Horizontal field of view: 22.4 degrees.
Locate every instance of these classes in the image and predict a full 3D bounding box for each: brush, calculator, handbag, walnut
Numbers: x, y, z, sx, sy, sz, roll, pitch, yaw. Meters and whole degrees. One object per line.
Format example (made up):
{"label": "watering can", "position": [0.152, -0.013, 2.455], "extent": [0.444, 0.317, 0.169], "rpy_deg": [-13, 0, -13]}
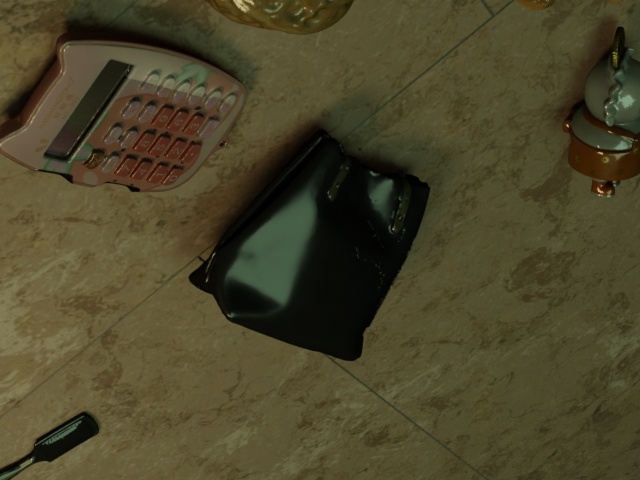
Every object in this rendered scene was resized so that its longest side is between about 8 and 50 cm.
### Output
{"label": "brush", "position": [-0.416, 0.319, 2.390], "extent": [0.193, 0.016, 0.063], "rpy_deg": [-30, 142, -4]}
{"label": "calculator", "position": [-0.234, -0.153, 1.981], "extent": [0.329, 0.048, 0.220], "rpy_deg": [14, 122, -47]}
{"label": "handbag", "position": [0.000, 0.000, 2.243], "extent": [0.288, 0.152, 0.342], "rpy_deg": [-55, 142, 9]}
{"label": "walnut", "position": [-0.041, -0.326, 1.815], "extent": [0.213, 0.213, 0.213], "rpy_deg": [-20, 141, -17]}

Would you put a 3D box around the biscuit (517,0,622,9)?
{"label": "biscuit", "position": [0.327, -0.432, 1.909], "extent": [0.051, 0.269, 0.376], "rpy_deg": [-30, 154, -49]}

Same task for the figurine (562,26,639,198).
{"label": "figurine", "position": [0.422, -0.187, 2.358], "extent": [0.143, 0.143, 0.271], "rpy_deg": [-24, 122, -11]}
